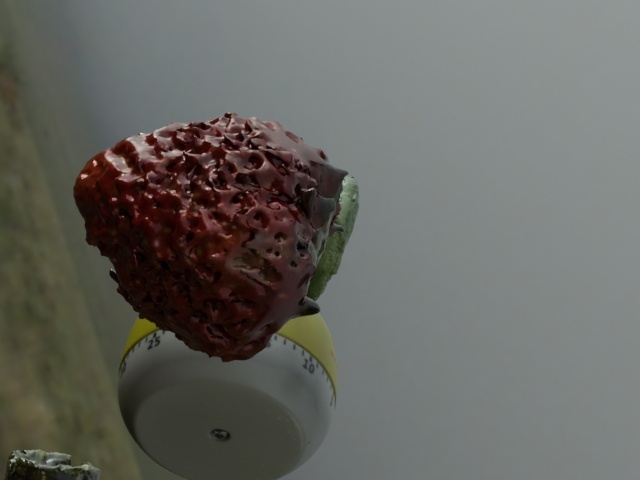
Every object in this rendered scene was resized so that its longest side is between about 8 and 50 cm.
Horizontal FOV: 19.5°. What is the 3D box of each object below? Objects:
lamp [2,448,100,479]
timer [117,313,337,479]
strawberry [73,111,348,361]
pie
[{"bbox_3d":[-0.349,0.377,2.321,0.247,0.247,0.247,162,-90,-84],"label":"lamp"},{"bbox_3d":[-0.104,0.129,2.245,0.285,0.285,0.285,162,-90,-84],"label":"timer"},{"bbox_3d":[-0.082,-0.015,1.377,0.184,0.201,0.187,120,-5,-73],"label":"strawberry"},{"bbox_3d":[0.000,0.000,2.415,0.187,0.041,0.187,-159,-90,-78],"label":"pie"}]
